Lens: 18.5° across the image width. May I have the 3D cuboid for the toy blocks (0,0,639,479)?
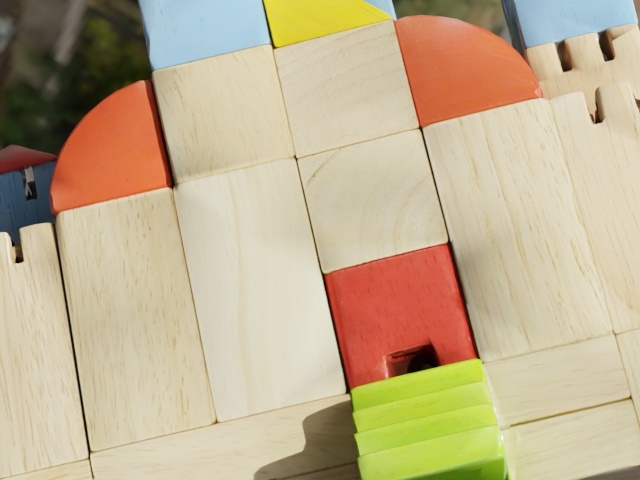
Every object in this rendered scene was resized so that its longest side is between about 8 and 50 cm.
[{"bbox_3d":[0.000,0.000,0.768,0.191,0.381,0.261,71,6,-66],"label":"toy blocks"}]
